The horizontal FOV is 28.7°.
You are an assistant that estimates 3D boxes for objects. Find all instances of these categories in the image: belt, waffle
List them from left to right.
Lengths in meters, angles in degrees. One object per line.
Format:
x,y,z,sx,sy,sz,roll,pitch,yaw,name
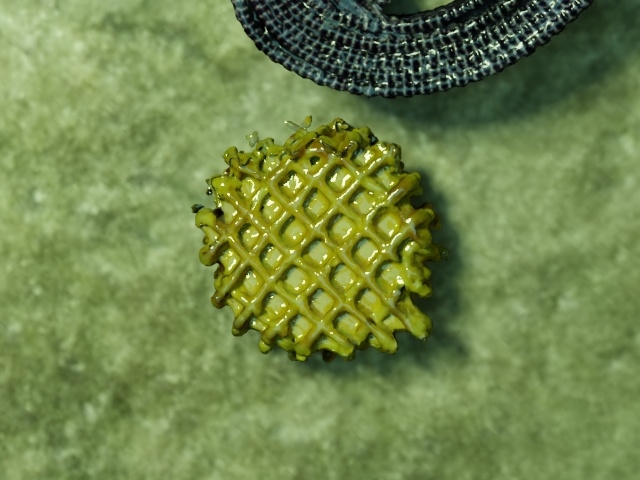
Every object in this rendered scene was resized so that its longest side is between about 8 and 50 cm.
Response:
0.000,0.000,0.998,0.193,0.070,0.197,-14,93,12,waffle
0.082,-0.246,0.923,0.324,0.122,0.260,-30,99,15,belt
